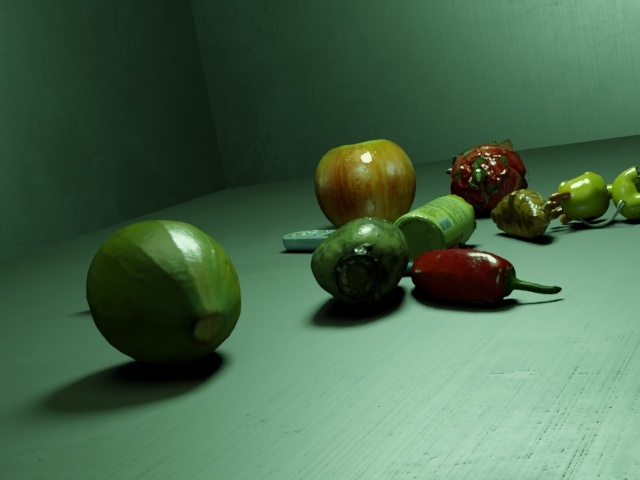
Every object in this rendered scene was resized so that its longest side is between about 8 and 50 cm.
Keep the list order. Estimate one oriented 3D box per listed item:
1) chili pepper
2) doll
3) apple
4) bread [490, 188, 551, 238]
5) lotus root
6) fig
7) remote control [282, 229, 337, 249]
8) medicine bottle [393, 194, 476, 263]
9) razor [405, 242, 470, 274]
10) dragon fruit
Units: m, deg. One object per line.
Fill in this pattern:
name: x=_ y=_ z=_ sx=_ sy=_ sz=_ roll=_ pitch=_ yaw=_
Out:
chili pepper: x=0.240 y=0.053 z=1.633 sx=0.137 sy=0.092 sz=0.368 roll=-2 pitch=7 yaw=-26
doll: x=0.587 y=-0.084 z=2.043 sx=0.221 sy=0.135 sz=0.143 roll=-13 pitch=-25 yaw=18
apple: x=0.117 y=-0.144 z=2.543 sx=0.286 sy=0.233 sz=0.286 roll=-11 pitch=5 yaw=1
bread: x=0.438 y=-0.059 z=2.044 sx=0.076 sy=0.105 sz=0.233 roll=-14 pitch=5 yaw=-14
lotus root: x=0.077 y=0.038 z=1.738 sx=0.173 sy=0.173 sz=0.309 roll=-9 pitch=1 yaw=8
fig: x=-0.240 y=0.090 z=1.503 sx=0.239 sy=0.239 sz=0.271 roll=-14 pitch=22 yaw=-24
remote control: x=0.000 y=0.000 z=2.364 sx=0.087 sy=0.047 sz=0.244 roll=-14 pitch=8 yaw=-41
medicine bottle: x=0.242 y=-0.021 z=1.998 sx=0.124 sy=0.124 sz=0.239 roll=-5 pitch=9 yaw=29
razor: x=0.184 y=0.047 z=1.873 sx=0.253 sy=0.042 sz=0.082 roll=-5 pitch=-32 yaw=32
dragon fruit: x=0.435 y=-0.165 z=2.457 sx=0.192 sy=0.193 sz=0.274 roll=-38 pitch=-2 yaw=22
